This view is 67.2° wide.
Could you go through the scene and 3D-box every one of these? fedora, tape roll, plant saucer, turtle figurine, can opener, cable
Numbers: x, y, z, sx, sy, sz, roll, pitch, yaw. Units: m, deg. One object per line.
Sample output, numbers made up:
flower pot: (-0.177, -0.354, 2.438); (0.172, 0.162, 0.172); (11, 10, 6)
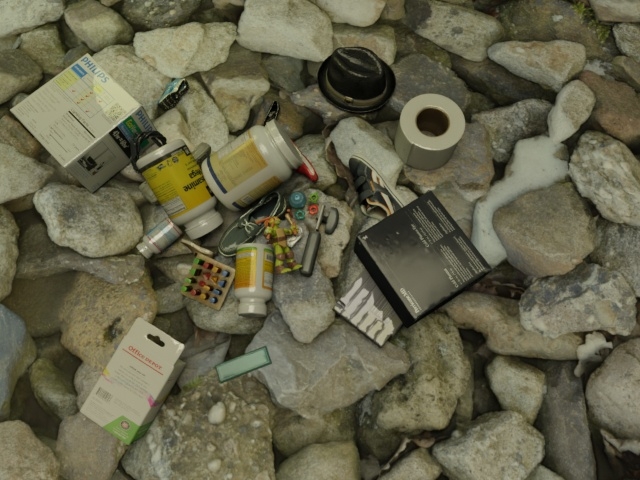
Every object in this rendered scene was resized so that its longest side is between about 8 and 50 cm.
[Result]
fedora: (0.150, -0.691, 1.970); (0.334, 0.152, 0.334); (0, 72, 0)
tape roll: (0.418, -0.417, 1.868); (0.246, 0.169, 0.246); (0, 73, 1)
plant saucer: (-0.270, 0.432, 1.681); (0.192, 0.018, 0.067); (-21, 73, -5)
turtle figurine: (-0.148, 0.006, 1.685); (0.087, 0.269, 0.217); (-17, 88, 21)
can opener: (0.000, 0.000, 1.787); (0.095, 0.076, 0.283); (12, 74, 6)
cable: (-0.665, -0.336, 1.882); (0.150, 0.184, 0.047); (-20, 30, -41)

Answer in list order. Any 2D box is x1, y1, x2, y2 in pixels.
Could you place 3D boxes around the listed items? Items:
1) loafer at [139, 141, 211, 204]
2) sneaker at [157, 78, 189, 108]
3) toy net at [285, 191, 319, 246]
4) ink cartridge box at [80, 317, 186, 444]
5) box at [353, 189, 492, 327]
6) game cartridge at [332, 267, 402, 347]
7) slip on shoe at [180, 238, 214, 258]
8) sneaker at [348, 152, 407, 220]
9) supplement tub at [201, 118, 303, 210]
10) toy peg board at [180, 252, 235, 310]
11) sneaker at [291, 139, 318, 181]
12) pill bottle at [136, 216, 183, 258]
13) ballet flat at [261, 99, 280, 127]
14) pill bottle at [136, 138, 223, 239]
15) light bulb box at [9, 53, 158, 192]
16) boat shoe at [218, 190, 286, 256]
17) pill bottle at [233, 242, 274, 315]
loafer: (-0.562, -0.277, 1.867); (0.111, 0.112, 0.319); (45, 78, 5)
sneaker: (-0.624, -0.614, 2.016); (0.073, 0.063, 0.162); (27, 69, 27)
toy net: (-0.077, -0.078, 1.831); (0.122, 0.045, 0.232); (10, 75, 5)
ink cartridge box: (-0.596, 0.452, 1.598); (0.207, 0.119, 0.353); (29, 85, 10)
box: (0.335, 0.065, 1.649); (0.312, 0.179, 0.343); (-30, 73, -10)
game cartridge: (0.239, 0.182, 1.735); (0.230, 0.068, 0.355); (39, 76, 8)
slip on shoe: (-0.464, 0.036, 1.799); (0.135, 0.051, 0.041); (24, 86, 2)
sneaker: (0.191, -0.185, 1.818); (0.127, 0.126, 0.321); (-36, 76, -16)
supplement tub: (-0.246, -0.276, 1.764); (0.316, 0.228, 0.228); (-31, 73, 9)
toy peg board: (-0.408, 0.147, 1.723); (0.160, 0.079, 0.161); (24, 87, 6)
sneaker: (-0.110, -0.285, 1.890); (0.128, 0.087, 0.221); (-36, 63, -2)
pill bottle: (-0.599, -0.007, 1.792); (0.160, 0.087, 0.087); (-42, 76, -11)
ballet flat: (-0.207, -0.494, 1.965); (0.057, 0.049, 0.173); (11, 72, 5)
pill bottle: (-0.494, -0.179, 1.739); (0.188, 0.188, 0.334); (-31, 106, -9)
light bulb box: (-0.896, -0.453, 1.870); (0.358, 0.225, 0.361); (43, 77, 14)
boat shoe: (-0.261, -0.070, 1.801); (0.319, 0.099, 0.116); (-42, 76, -12)
pill bottle: (-0.237, 0.143, 1.711); (0.136, 0.136, 0.246); (0, 72, 1)
